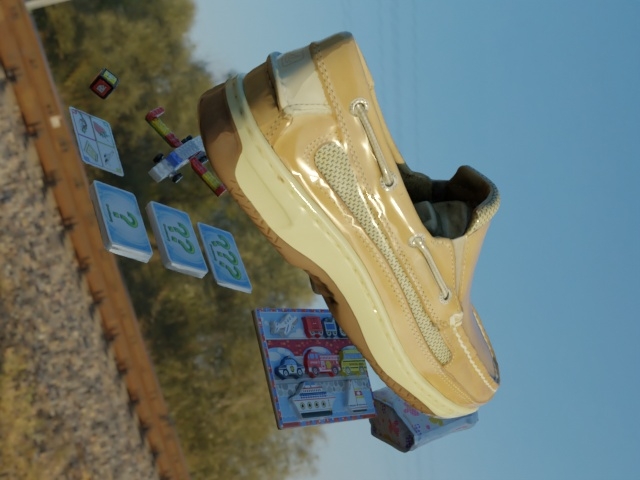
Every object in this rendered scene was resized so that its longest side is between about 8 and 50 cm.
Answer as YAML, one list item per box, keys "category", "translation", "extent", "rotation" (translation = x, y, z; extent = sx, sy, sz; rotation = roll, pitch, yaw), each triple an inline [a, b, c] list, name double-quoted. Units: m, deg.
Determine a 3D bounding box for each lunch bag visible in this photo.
- category: "lunch bag"
  translation: [0.089, 0.150, 0.916]
  extent: [0.083, 0.071, 0.053]
  rotation: [19, -58, 63]

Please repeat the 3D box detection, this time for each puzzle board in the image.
- category: "puzzle board"
  translation: [-0.001, 0.102, 0.856]
  extent: [0.128, 0.011, 0.096]
  rotation: [5, 66, -51]

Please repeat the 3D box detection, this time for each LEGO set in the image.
- category: "LEGO set"
  translation: [-0.151, -0.073, 1.026]
  extent: [0.182, 0.060, 0.244]
  rotation: [21, 36, -45]

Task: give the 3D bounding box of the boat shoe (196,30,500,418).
- category: "boat shoe"
  translation: [0.035, 0.002, 0.384]
  extent: [0.190, 0.072, 0.068]
  rotation: [49, 18, -43]

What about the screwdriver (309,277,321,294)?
- category: "screwdriver"
  translation: [0.000, 0.000, 1.059]
  extent: [0.024, 0.025, 0.170]
  rotation: [55, -23, 33]
